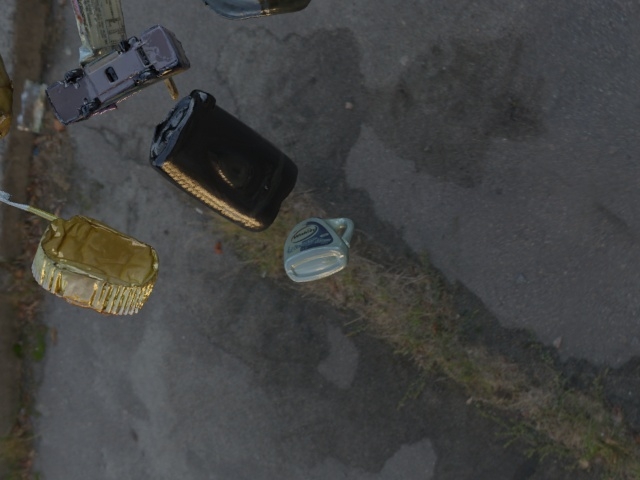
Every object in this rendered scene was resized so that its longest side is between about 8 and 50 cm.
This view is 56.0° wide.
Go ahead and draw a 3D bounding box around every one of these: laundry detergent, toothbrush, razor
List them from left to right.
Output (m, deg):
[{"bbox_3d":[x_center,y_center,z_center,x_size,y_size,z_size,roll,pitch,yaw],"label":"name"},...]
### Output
[{"bbox_3d":[-0.678,-0.072,1.438,0.288,0.021,0.024,19,80,25],"label":"toothbrush"},{"bbox_3d":[-0.204,-0.165,1.315,0.113,0.349,0.204,31,87,48],"label":"razor"},{"bbox_3d":[0.000,0.000,1.815,0.214,0.281,0.105,-17,116,17],"label":"laundry detergent"}]

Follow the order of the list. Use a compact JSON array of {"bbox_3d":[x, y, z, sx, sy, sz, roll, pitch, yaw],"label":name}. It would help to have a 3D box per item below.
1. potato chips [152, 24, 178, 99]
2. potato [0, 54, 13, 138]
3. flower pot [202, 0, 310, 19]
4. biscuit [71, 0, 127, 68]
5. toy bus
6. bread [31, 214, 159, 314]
[{"bbox_3d":[-0.421,-0.475,1.602,0.026,0.037,0.204,-19,90,32],"label":"potato chips"},{"bbox_3d":[-0.718,-0.337,1.188,0.172,0.140,0.300,-31,106,5],"label":"potato"},{"bbox_3d":[-0.094,-0.523,0.962,0.301,0.213,0.302,0,73,0],"label":"flower pot"},{"bbox_3d":[-0.672,-0.685,1.809,0.079,0.186,0.309,32,137,40],"label":"biscuit"},{"bbox_3d":[-0.460,-0.373,1.379,0.316,0.138,0.113,-23,97,10],"label":"toy bus"},{"bbox_3d":[-0.474,0.057,1.275,0.250,0.179,0.133,19,124,-13],"label":"bread"}]
